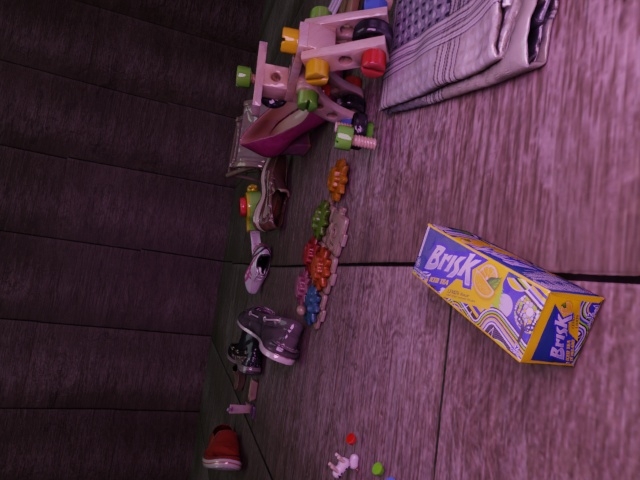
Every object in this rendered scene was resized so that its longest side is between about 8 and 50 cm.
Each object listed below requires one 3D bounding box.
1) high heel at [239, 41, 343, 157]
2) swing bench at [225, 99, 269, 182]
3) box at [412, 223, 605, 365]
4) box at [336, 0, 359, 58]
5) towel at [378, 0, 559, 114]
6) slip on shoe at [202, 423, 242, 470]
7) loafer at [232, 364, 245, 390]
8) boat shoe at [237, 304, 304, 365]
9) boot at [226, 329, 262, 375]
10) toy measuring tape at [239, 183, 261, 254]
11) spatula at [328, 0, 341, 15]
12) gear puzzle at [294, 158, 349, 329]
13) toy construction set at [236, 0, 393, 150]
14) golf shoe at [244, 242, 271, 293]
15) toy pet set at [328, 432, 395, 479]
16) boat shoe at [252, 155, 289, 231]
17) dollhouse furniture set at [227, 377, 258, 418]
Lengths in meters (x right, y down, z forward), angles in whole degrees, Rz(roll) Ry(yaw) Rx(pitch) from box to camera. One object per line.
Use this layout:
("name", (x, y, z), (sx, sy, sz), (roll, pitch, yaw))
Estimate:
("high heel", (-0.077, -0.324, 1.005), (0.377, 0.181, 0.127), (123, 141, -54))
("swing bench", (-0.247, -0.372, 1.584), (0.254, 0.165, 0.254), (164, 115, -69))
("box", (0.149, 0.038, 0.368), (0.169, 0.054, 0.059), (-128, 51, -67))
("box", (0.049, -0.510, 0.994), (0.164, 0.021, 0.202), (-162, 82, -71))
("towel", (0.165, -0.328, 0.500), (0.324, 0.056, 0.313), (-156, 76, -70))
("slip on shoe", (-0.318, 0.675, 1.358), (0.331, 0.122, 0.102), (142, 139, -70))
("loafer", (-0.289, 0.464, 1.469), (0.056, 0.050, 0.148), (-135, 56, -68))
("boat shoe", (-0.120, 0.209, 1.028), (0.096, 0.112, 0.335), (-64, 23, -7))
("boot", (-0.225, 0.306, 1.309), (0.236, 0.085, 0.179), (5, 84, 65))
("toy measuring tape", (-0.229, -0.067, 1.476), (0.121, 0.121, 0.331), (128, 138, -55))
("spatula", (0.015, -0.510, 0.946), (0.242, 0.019, 0.168), (-64, 18, 3))
("gear puzzle", (0.000, 0.000, 0.845), (0.175, 0.044, 0.339), (-127, 49, -66))
("toy construction set", (-0.016, -0.316, 0.668), (0.257, 0.237, 0.309), (-98, 17, -76))
("golf shoe", (-0.213, 0.105, 1.393), (0.086, 0.067, 0.186), (-121, 44, -61))
("toy pet set", (0.050, 0.340, 0.540), (0.114, 0.065, 0.122), (-47, 18, -11))
("boat shoe", (-0.130, -0.150, 1.280), (0.095, 0.095, 0.258), (3, 80, 38))
("dollhouse furniture set", (-0.244, 0.476, 1.277), (0.091, 0.081, 0.115), (173, 105, -71))
